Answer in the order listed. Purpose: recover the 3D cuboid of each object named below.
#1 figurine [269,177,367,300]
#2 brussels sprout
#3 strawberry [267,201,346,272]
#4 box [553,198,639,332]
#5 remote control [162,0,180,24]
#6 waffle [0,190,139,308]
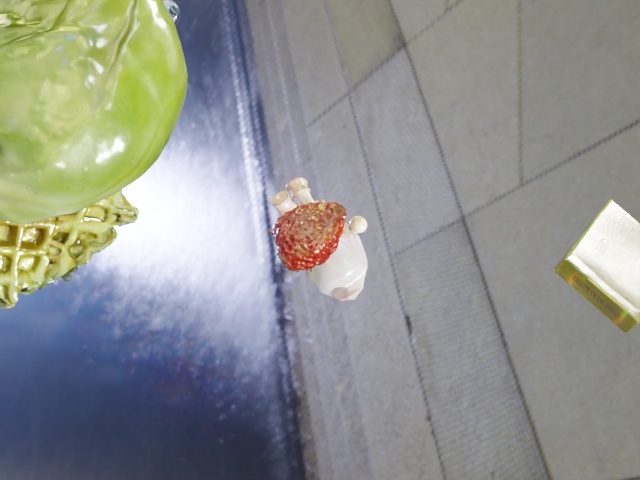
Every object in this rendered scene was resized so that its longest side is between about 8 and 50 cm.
[{"bbox_3d":[0.000,0.001,2.022,0.200,0.276,0.133,-31,16,13],"label":"figurine"},{"bbox_3d":[-0.296,-0.178,1.029,0.247,0.328,0.328,77,-174,-50],"label":"brussels sprout"},{"bbox_3d":[-0.023,-0.013,1.758,0.148,0.131,0.131,122,153,-45],"label":"strawberry"},{"bbox_3d":[0.395,0.030,1.279,0.193,0.121,0.030,-39,-12,-47],"label":"box"},{"bbox_3d":[-0.248,-0.261,1.265,0.152,0.043,0.027,-38,38,5],"label":"remote control"},{"bbox_3d":[-0.438,-0.068,1.412,0.317,0.297,0.073,-37,29,-10],"label":"waffle"}]
